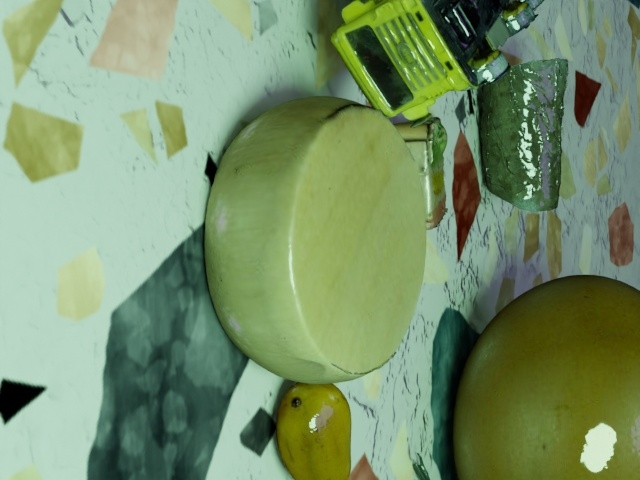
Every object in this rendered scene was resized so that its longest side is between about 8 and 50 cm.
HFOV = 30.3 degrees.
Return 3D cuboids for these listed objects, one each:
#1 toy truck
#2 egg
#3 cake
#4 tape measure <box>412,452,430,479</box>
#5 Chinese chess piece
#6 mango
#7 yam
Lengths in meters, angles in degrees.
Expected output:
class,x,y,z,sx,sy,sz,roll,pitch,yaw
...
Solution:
class,x,y,z,sx,sy,sz,roll,pitch,yaw
toy truck,0.104,-0.214,1.127,0.124,0.157,0.272,55,34,-14
egg,0.293,0.213,1.353,0.282,0.282,0.351,38,59,-53
cake,0.088,-0.071,1.238,0.225,0.090,0.109,-31,116,-76
tape measure,0.107,0.395,1.238,0.164,0.084,0.330,17,77,-63
Chinese chess piece,0.000,0.000,1.035,0.251,0.097,0.251,-1,91,-59
mango,-0.003,0.178,1.068,0.080,0.060,0.114,-47,134,-45
yam,0.246,-0.129,1.441,0.107,0.107,0.183,-16,108,-58
